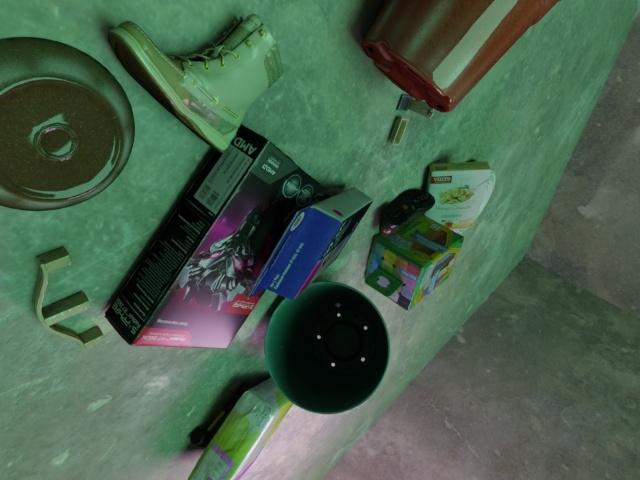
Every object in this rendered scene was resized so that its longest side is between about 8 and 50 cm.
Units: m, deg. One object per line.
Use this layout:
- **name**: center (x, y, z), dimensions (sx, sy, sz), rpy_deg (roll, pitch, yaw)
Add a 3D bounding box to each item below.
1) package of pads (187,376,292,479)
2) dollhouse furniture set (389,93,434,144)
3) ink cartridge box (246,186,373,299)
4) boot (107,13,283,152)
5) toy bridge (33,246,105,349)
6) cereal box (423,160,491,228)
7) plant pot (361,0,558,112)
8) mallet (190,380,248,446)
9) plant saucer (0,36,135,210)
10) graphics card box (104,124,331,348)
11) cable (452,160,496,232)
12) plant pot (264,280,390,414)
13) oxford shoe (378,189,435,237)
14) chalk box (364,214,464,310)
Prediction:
- **package of pads**: center (-0.193, 0.507, 1.075), dimensions (0.296, 0.101, 0.229), rpy_deg (-57, 164, 3)
- **dollhouse furniture set**: center (0.224, -0.267, 0.950), dimensions (0.091, 0.081, 0.114), rpy_deg (-13, 130, -47)
- **ink cartridge box**: center (0.000, 0.000, 0.788), dimensions (0.175, 0.069, 0.371), rpy_deg (-58, 170, 20)
- **boot**: center (-0.139, -0.228, 0.515), dimensions (0.165, 0.077, 0.213), rpy_deg (-52, 153, -3)
- **toy bridge**: center (-0.361, 0.097, 0.577), dimensions (0.063, 0.026, 0.188), rpy_deg (-27, 139, -33)
- **cereal box**: center (0.409, -0.133, 1.263), dimensions (0.173, 0.047, 0.240), rpy_deg (-3, 137, 2)
- **plant pot**: center (0.228, -0.387, 0.698), dimensions (0.265, 0.272, 0.272), rpy_deg (-53, 149, 13)
- **mallet**: center (-0.250, 0.449, 1.055), dimensions (0.189, 0.039, 0.062), rpy_deg (-46, 148, -21)
- **plant saucer**: center (-0.297, -0.114, 0.453), dimensions (0.199, 0.036, 0.198), rpy_deg (-33, 142, -31)
- **graphics card box**: center (-0.157, 0.014, 0.703), dimensions (0.371, 0.094, 0.233), rpy_deg (-56, 150, 1)
- **cable**: center (0.517, -0.151, 1.442), dimensions (0.257, 0.089, 0.257), rpy_deg (-18, 133, -44)
- **plant pot**: center (0.039, 0.258, 1.031), dimensions (0.293, 0.293, 0.235), rpy_deg (-54, 162, 0)
- **oxford shoe**: center (0.242, -0.079, 1.174), dimensions (0.227, 0.083, 0.096), rpy_deg (-29, 156, -32)
- **chalk box**: center (0.258, 0.068, 1.222), dimensions (0.289, 0.180, 0.179), rpy_deg (-28, 140, -38)
